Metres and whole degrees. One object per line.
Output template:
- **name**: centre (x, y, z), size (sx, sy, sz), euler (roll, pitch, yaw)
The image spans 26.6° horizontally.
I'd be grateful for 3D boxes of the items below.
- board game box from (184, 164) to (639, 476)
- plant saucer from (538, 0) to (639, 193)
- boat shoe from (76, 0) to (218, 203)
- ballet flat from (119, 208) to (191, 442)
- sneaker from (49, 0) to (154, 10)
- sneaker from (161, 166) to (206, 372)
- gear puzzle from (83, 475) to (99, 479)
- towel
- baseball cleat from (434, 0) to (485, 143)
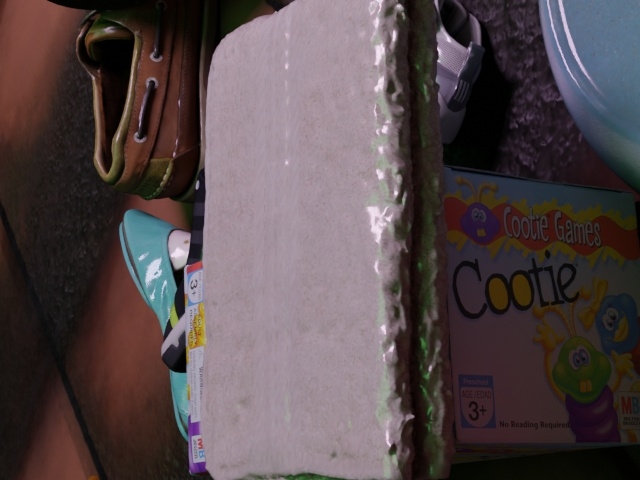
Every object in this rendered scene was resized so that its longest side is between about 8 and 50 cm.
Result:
- **board game box**: centre (0.045, 0.063, 0.808), size (0.275, 0.144, 0.142), euler (-21, 68, 55)
- **plant saucer**: centre (0.211, -0.167, 0.682), size (0.317, 0.043, 0.318), euler (-11, 76, 56)
- **boat shoe**: centre (-0.156, -0.182, 1.192), size (0.110, 0.104, 0.307), euler (-41, 52, 47)
- **ballet flat**: centre (-0.094, 0.054, 1.102), size (0.087, 0.083, 0.247), euler (-37, 51, 19)
- **sneaker**: centre (-0.122, -0.292, 1.109), size (0.270, 0.090, 0.145), euler (-15, 67, 26)
- **sneaker**: centre (-0.054, -0.007, 0.975), size (0.097, 0.084, 0.235), euler (54, 124, 35)
- **gear puzzle**: centre (-0.262, 0.381, 1.326), size (0.175, 0.044, 0.339), euler (49, 126, 48)
- **towel**: centre (0.000, 0.000, 0.713), size (0.187, 0.049, 0.282), euler (-17, 70, 54)
- **baseball cleat**: centre (0.046, -0.126, 0.923), size (0.206, 0.072, 0.109), euler (32, 96, 52)
